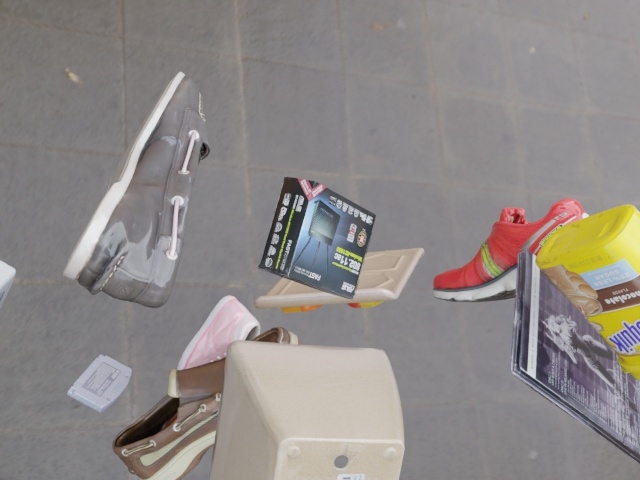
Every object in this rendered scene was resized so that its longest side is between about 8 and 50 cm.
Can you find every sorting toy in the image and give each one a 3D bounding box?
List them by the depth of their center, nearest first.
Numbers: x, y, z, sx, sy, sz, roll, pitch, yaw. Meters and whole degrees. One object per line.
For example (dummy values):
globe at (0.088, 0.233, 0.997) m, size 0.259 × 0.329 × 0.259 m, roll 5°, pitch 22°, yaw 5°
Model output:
sorting toy at (0.033, 0.057, 1.113) m, size 0.208 × 0.193 × 0.038 m, roll -38°, pitch 121°, yaw -66°

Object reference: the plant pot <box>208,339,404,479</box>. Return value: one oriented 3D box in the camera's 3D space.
plant pot at (-0.004, 0.132, 0.493) m, size 0.109 × 0.096 × 0.109 m, roll 6°, pitch 103°, yaw -15°

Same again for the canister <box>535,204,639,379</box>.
canister at (0.312, 0.053, 0.805) m, size 0.170 × 0.126 × 0.073 m, roll 46°, pitch 60°, yaw -10°

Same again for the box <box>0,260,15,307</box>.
box at (-0.283, 0.036, 0.490) m, size 0.137 × 0.072 × 0.126 m, roll 31°, pitch 20°, yaw -8°

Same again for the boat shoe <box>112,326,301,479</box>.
boat shoe at (-0.137, 0.184, 0.934) m, size 0.257 × 0.095 × 0.095 m, roll -44°, pitch 113°, yaw 7°

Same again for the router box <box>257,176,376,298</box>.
router box at (0.000, 0.000, 0.784) m, size 0.122 × 0.038 × 0.092 m, roll 23°, pitch 81°, yaw -54°

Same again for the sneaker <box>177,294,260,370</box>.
sneaker at (-0.125, 0.142, 1.013) m, size 0.070 × 0.051 × 0.134 m, roll 35°, pitch 96°, yaw 23°

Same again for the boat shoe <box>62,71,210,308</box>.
boat shoe at (-0.167, -0.057, 0.845) m, size 0.095 × 0.112 × 0.335 m, roll 31°, pitch 37°, yaw -16°

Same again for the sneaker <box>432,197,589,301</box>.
sneaker at (0.260, 0.016, 1.108) m, size 0.107 × 0.279 × 0.118 m, roll -1°, pitch 74°, yaw -38°

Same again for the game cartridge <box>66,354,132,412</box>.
game cartridge at (-0.275, 0.181, 1.020) m, size 0.056 × 0.017 × 0.083 m, roll 25°, pitch 30°, yaw 4°

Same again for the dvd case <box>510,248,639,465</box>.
dvd case at (0.291, 0.130, 0.887) m, size 0.221 × 0.018 × 0.165 m, roll 36°, pitch 45°, yaw -21°
